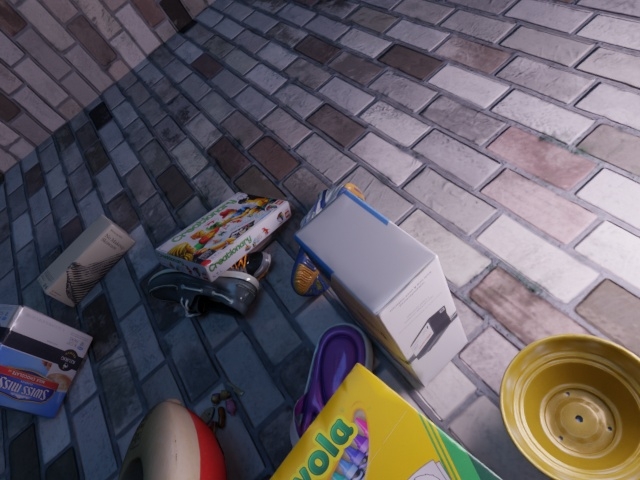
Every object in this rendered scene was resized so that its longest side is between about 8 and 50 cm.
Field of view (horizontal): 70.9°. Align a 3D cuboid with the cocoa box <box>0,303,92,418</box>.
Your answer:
[{"bbox_3d":[-0.852,0.314,1.204,0.346,0.231,0.228,-1,58,28],"label":"cocoa box"}]

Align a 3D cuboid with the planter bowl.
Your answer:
[{"bbox_3d":[0.385,0.257,0.669,0.217,0.090,0.217,-14,53,19],"label":"planter bowl"}]

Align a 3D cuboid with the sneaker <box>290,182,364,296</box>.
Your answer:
[{"bbox_3d":[0.000,0.000,1.071,0.130,0.112,0.297,0,55,49],"label":"sneaker"}]

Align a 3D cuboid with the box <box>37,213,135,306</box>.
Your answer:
[{"bbox_3d":[-0.724,0.061,1.398,0.094,0.113,0.275,32,77,39],"label":"box"}]

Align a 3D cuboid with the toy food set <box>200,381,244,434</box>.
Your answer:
[{"bbox_3d":[-0.219,0.367,0.966,0.077,0.019,0.122,18,68,36],"label":"toy food set"}]

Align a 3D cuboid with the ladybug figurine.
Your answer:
[{"bbox_3d":[-0.259,0.499,0.763,0.305,0.161,0.450,-40,41,42],"label":"ladybug figurine"}]

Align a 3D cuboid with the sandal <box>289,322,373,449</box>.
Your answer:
[{"bbox_3d":[0.011,0.338,0.806,0.169,0.102,0.417,-12,53,21],"label":"sandal"}]

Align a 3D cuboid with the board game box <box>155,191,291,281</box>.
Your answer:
[{"bbox_3d":[-0.242,-0.021,1.156,0.192,0.053,0.305,13,40,34],"label":"board game box"}]

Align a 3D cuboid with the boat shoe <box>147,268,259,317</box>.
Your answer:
[{"bbox_3d":[-0.307,0.137,1.115,0.319,0.116,0.099,-2,55,20],"label":"boat shoe"}]

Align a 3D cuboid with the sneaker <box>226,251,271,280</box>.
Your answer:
[{"bbox_3d":[-0.226,0.066,1.143,0.214,0.083,0.084,-14,51,18],"label":"sneaker"}]

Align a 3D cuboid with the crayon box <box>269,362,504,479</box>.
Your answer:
[{"bbox_3d":[0.070,0.424,0.646,0.313,0.106,0.363,35,78,19],"label":"crayon box"}]

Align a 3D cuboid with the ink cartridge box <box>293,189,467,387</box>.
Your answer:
[{"bbox_3d":[0.115,0.091,0.790,0.129,0.307,0.223,-42,48,-7],"label":"ink cartridge box"}]
